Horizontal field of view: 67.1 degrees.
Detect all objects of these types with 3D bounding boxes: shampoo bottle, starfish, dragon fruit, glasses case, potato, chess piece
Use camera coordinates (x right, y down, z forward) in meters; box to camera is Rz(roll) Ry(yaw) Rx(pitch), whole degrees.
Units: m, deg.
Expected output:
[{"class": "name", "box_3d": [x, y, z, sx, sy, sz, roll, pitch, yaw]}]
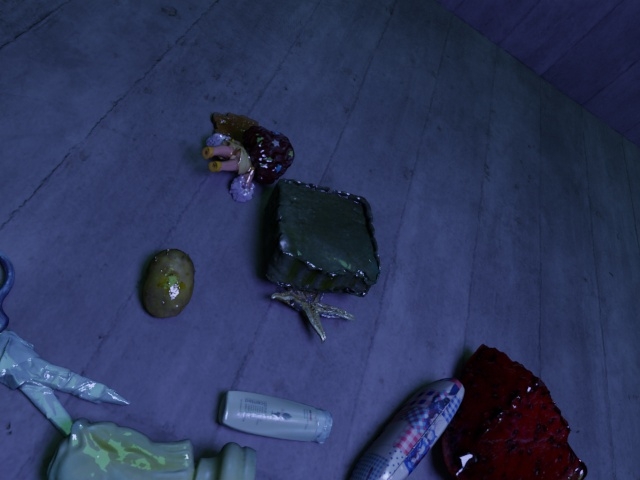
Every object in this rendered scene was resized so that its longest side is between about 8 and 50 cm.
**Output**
[{"class": "shampoo bottle", "box_3d": [-0.080, 0.326, 0.892, 0.212, 0.049, 0.072, 16, 51, -21]}, {"class": "starfish", "box_3d": [-0.016, 0.141, 1.032, 0.208, 0.053, 0.176, 11, 39, -24]}, {"class": "dragon fruit", "box_3d": [0.400, 0.446, 1.076, 0.286, 0.228, 0.329, -47, 112, -9]}, {"class": "glasses case", "box_3d": [0.176, 0.383, 0.955, 0.327, 0.125, 0.076, -33, 80, -39]}, {"class": "potato", "box_3d": [-0.284, 0.077, 0.913, 0.091, 0.070, 0.138, 14, 56, -21]}, {"class": "chess piece", "box_3d": [-0.252, 0.373, 0.715, 0.298, 0.176, 0.176, 14, 55, -8]}]

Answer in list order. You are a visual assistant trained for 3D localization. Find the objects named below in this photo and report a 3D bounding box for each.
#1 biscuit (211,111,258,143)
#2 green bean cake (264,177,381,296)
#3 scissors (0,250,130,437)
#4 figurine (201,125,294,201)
[{"class": "biscuit", "box_3d": [-0.207, -0.275, 1.205, 0.130, 0.019, 0.119, -24, 78, -37]}, {"class": "green bean cake", "box_3d": [0.000, 0.000, 1.059, 0.241, 0.132, 0.255, 13, 44, -23]}, {"class": "scissors", "box_3d": [-0.483, 0.195, 0.755, 0.383, 0.029, 0.256, 39, 51, -5]}, {"class": "figurine", "box_3d": [-0.164, -0.190, 1.105, 0.240, 0.116, 0.175, -20, 83, -40]}]
